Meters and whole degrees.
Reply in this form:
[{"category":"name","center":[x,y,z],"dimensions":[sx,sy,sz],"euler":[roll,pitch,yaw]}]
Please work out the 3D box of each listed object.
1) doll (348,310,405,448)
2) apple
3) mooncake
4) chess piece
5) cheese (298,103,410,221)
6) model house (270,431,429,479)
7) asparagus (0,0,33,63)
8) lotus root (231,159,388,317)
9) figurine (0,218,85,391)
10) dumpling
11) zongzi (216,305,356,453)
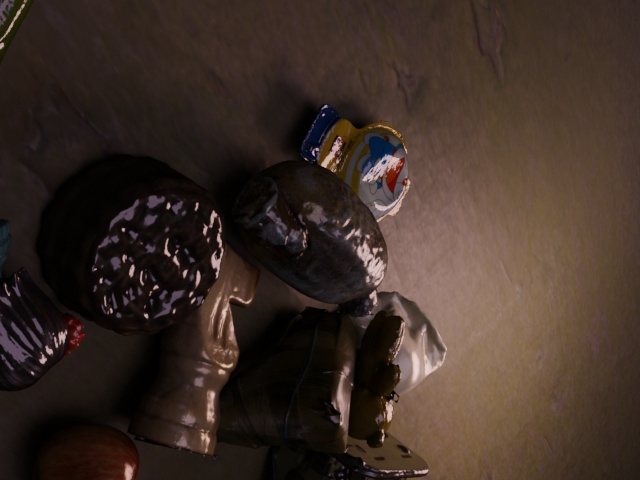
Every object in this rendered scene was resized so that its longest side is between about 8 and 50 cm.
[{"category":"doll","center":[0.093,0.219,1.381],"dimensions":[0.097,0.137,0.210],"euler":[20,91,-37]},{"category":"apple","center":[-0.306,0.305,1.114],"dimensions":[0.130,0.146,0.146],"euler":[14,97,-19]},{"category":"mooncake","center":[-0.227,0.012,1.083],"dimensions":[0.228,0.124,0.228],"euler":[-21,121,-38]},{"category":"chess piece","center":[-0.169,0.143,1.204],"dimensions":[0.137,0.137,0.301],"euler":[28,72,-46]},{"category":"cheese","center":[0.060,-0.116,1.348],"dimensions":[0.270,0.069,0.177],"euler":[32,83,-46]},{"category":"model house","center":[0.016,0.443,1.440],"dimensions":[0.204,0.218,0.279],"euler":[14,101,-46]},{"category":"asparagus","center":[-0.321,-0.290,0.916],"dimensions":[0.067,0.060,0.278],"euler":[32,83,-27]},{"category":"lotus root","center":[0.000,-0.002,1.269],"dimensions":[0.175,0.175,0.349],"euler":[-58,141,-10]},{"category":"figurine","center":[-0.369,0.058,0.978],"dimensions":[0.138,0.110,0.246],"euler":[-39,122,-31]},{"category":"dumpling","center":[0.091,0.189,1.486],"dimensions":[0.252,0.131,0.179],"euler":[-21,103,-12]},{"category":"zongzi","center":[-0.084,0.206,1.332],"dimensions":[0.251,0.274,0.125],"euler":[-79,166,-49]}]
